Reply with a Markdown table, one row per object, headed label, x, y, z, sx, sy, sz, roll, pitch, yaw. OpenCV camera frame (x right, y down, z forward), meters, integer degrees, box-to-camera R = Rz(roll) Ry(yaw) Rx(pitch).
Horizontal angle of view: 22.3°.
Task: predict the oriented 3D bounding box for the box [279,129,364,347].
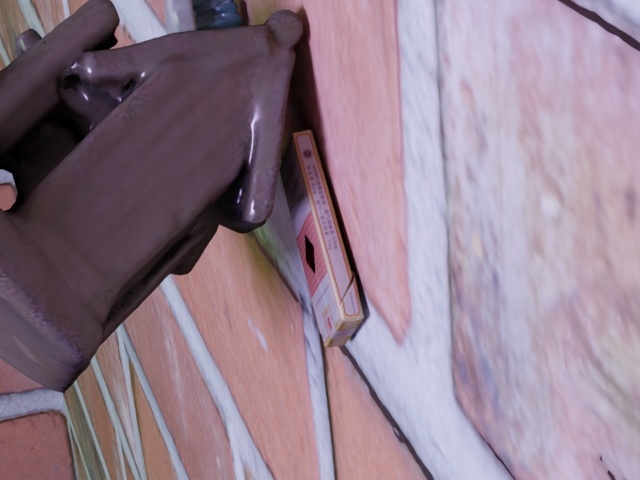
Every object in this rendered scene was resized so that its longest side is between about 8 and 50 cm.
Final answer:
| label | x | y | z | sx | sy | sz | roll | pitch | yaw |
| --- | --- | --- | --- | --- | --- | --- | --- | --- | --- |
| box | 0.000 | 0.000 | 0.686 | 0.046 | 0.012 | 0.083 | 118 | 138 | -70 |

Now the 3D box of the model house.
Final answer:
| label | x | y | z | sx | sy | sz | roll | pitch | yaw |
| --- | --- | --- | --- | --- | --- | --- | --- | --- | --- |
| model house | -0.093 | -0.026 | 0.705 | 0.122 | 0.188 | 0.229 | 52 | 164 | 3 |

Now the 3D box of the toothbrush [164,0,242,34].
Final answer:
| label | x | y | z | sx | sy | sz | roll | pitch | yaw |
| --- | --- | --- | --- | --- | --- | --- | --- | --- | --- |
| toothbrush | -0.050 | -0.195 | 0.644 | 0.386 | 0.040 | 0.040 | 93 | 160 | -52 |
